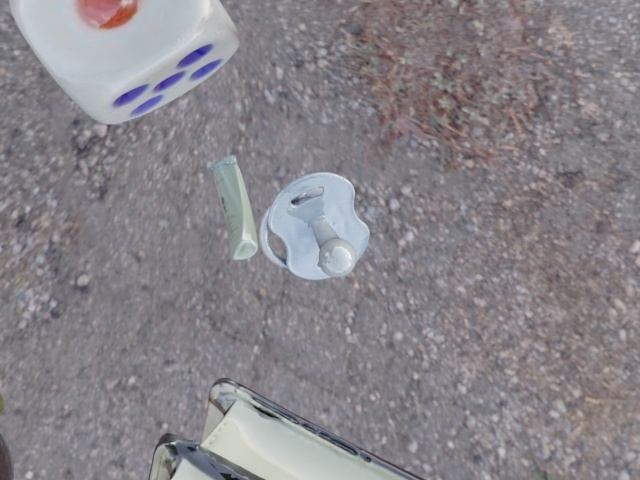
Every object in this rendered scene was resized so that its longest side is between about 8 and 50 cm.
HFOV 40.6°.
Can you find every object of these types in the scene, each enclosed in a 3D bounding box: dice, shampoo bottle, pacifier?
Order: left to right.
[{"bbox_3d":[-0.340,-0.390,1.538,0.304,0.304,0.277,-34,89,1],"label":"dice"},{"bbox_3d":[-0.156,-0.062,1.568,0.049,0.212,0.072,3,137,-25],"label":"shampoo bottle"},{"bbox_3d":[0.000,0.000,1.860,0.238,0.226,0.287,-24,126,-7],"label":"pacifier"}]

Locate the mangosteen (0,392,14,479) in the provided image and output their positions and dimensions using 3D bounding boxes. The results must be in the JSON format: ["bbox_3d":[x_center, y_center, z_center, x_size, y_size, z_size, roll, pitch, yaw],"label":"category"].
[{"bbox_3d":[-0.615,0.344,1.310,0.300,0.300,0.300,-2,105,-6],"label":"mangosteen"}]

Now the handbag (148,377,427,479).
[{"bbox_3d":[0.033,0.278,0.578,0.358,0.160,0.237,24,123,16],"label":"handbag"}]
